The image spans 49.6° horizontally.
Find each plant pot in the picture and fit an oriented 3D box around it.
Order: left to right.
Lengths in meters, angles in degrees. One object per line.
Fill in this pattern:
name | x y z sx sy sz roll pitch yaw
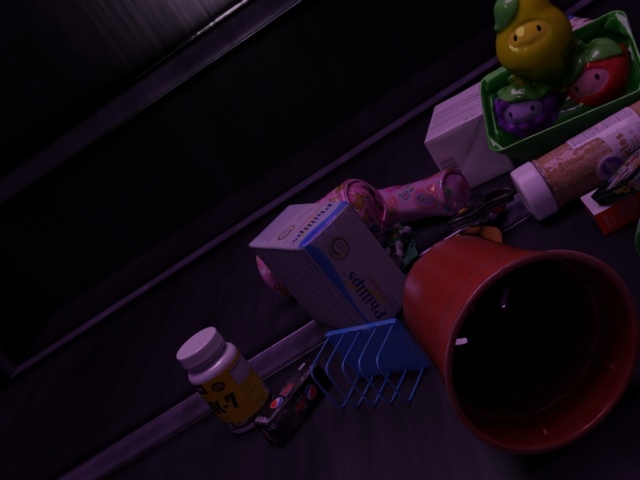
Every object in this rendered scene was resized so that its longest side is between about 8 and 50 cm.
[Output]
plant pot | 0.252 0.115 0.990 0.272 0.272 0.265 -36 18 -3

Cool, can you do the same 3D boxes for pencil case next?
pencil case | 0.000 0.000 1.812 0.386 0.167 0.160 -35 -16 34
pencil case | 0.254 -0.102 1.811 0.284 0.124 0.124 -15 27 49

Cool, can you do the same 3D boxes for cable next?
cable | 0.356 -0.056 1.504 0.139 0.072 0.287 -15 10 20

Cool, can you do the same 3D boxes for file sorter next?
file sorter | 0.084 0.230 1.254 0.170 0.118 0.104 -18 27 42

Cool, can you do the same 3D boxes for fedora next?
fedora | 0.297 0.050 1.395 0.194 0.079 0.194 -30 19 12

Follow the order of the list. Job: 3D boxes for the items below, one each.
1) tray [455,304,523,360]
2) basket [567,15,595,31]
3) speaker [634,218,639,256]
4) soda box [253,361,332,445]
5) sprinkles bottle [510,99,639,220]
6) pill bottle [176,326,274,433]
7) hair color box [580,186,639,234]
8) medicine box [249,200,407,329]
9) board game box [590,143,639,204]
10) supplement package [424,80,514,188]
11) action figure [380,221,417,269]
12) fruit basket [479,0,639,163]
tray | 0.347 0.143 1.153 0.270 0.030 0.145 -29 18 17
basket | 0.637 -0.457 1.811 0.201 0.255 0.289 -42 30 -20
speaker | 0.609 -0.075 1.093 0.296 0.131 0.131 -45 21 -29
soda box | -0.053 0.318 1.360 0.053 0.060 0.169 -9 30 51
sprinkles bottle | 0.574 -0.178 1.420 0.355 0.121 0.121 -31 18 12
pill bottle | -0.200 0.290 1.449 0.119 0.209 0.119 -31 18 11
hair color box | 0.582 -0.085 1.283 0.167 0.053 0.093 -31 19 16
medicine box | 0.021 0.060 1.544 0.149 0.263 0.289 -47 21 -20
board game box | 0.604 -0.169 1.235 0.259 0.030 0.136 -44 -3 -13
supplement package | 0.413 -0.287 1.890 0.175 0.178 0.293 -26 20 27
action figure | 0.187 0.013 1.725 0.137 0.064 0.232 -31 15 22
fruit basket | 0.523 -0.385 1.572 0.391 0.392 0.283 -23 52 32
